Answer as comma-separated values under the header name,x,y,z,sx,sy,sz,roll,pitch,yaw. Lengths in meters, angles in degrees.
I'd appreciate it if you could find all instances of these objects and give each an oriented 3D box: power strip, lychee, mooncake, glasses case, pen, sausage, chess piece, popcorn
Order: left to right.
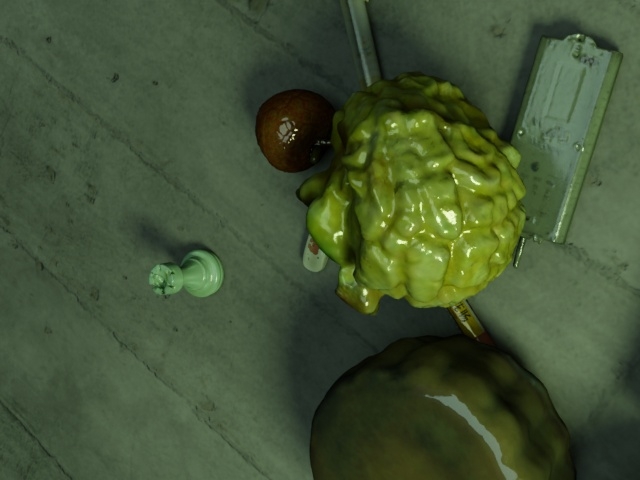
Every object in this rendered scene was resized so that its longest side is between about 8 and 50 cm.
name,x,y,z,sx,sy,sz,roll,pitch,yaw
chess piece,-0.184,0.048,1.164,0.067,0.103,0.067,2,94,27
lychee,-0.019,-0.138,1.066,0.140,0.114,0.101,7,122,45
glasses case,0.000,0.000,1.110,0.032,0.021,0.083,24,104,26
pen,0.051,-0.262,1.061,0.040,0.032,0.234,-14,89,4
popcorn,0.098,-0.049,0.927,0.257,0.223,0.271,-3,72,62
mooncake,0.133,0.248,0.968,0.290,0.161,0.291,10,108,33
sausage,0.158,0.070,1.028,0.029,0.029,0.223,-37,77,25
power strip,0.255,-0.095,0.962,0.092,0.034,0.268,19,102,25
